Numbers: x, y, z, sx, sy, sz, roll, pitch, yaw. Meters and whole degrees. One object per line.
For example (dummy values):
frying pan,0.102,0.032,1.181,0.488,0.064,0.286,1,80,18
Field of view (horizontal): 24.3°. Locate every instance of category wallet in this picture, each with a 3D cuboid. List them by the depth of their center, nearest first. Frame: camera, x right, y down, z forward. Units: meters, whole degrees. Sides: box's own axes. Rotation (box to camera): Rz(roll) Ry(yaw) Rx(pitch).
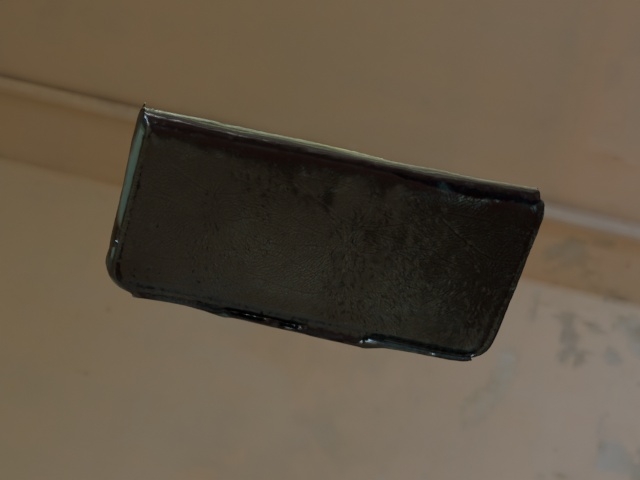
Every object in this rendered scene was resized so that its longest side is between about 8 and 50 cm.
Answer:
wallet,0.000,0.000,1.156,0.045,0.318,0.172,-94,18,-58
